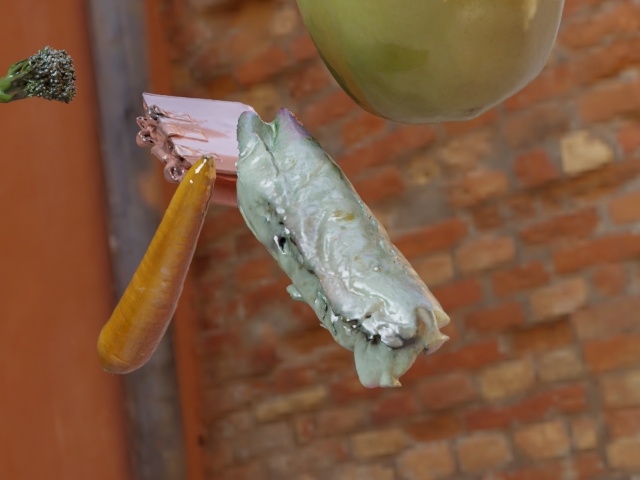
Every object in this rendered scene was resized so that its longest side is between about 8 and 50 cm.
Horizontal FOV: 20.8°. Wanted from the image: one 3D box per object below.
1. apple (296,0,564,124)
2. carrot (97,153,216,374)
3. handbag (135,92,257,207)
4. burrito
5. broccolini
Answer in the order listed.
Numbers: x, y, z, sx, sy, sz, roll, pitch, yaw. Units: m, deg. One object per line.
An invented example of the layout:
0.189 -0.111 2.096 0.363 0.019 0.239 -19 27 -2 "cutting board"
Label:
0.101 -0.235 1.565 0.262 0.262 0.262 -7 7 1 "apple"
-0.158 0.037 1.714 0.062 0.271 0.066 38 34 16 "carrot"
-0.124 -0.105 2.062 0.157 0.059 0.212 5 26 -27 "handbag"
0.002 -0.003 1.437 0.096 0.066 0.309 -30 51 -6 "burrito"
-0.338 -0.164 1.815 0.216 0.058 0.067 -4 -14 41 "broccolini"
